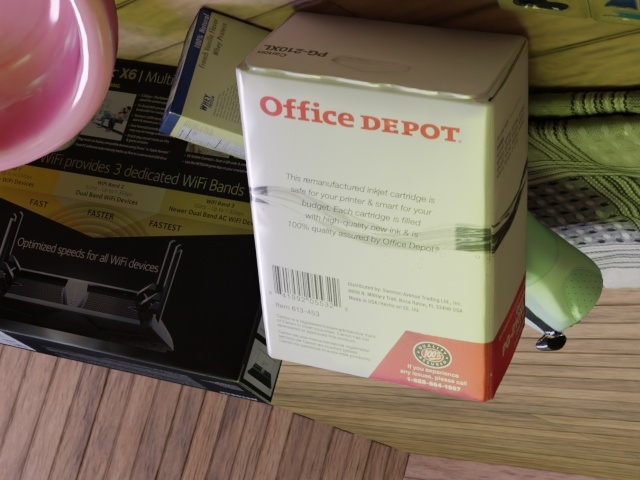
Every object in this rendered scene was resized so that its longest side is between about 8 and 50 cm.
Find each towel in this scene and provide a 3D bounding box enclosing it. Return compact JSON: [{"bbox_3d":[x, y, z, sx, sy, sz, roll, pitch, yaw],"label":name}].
[{"bbox_3d":[0.257,-0.027,1.016,0.324,0.056,0.312,5,163,39],"label":"towel"}]

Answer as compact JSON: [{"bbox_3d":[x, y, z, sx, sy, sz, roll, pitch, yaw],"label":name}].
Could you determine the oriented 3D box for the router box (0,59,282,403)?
[{"bbox_3d":[-0.158,-0.020,1.092,0.308,0.243,0.081,11,165,20],"label":"router box"}]

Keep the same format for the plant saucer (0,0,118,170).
[{"bbox_3d":[-0.283,-0.166,0.814,0.332,0.084,0.332,6,146,4],"label":"plant saucer"}]

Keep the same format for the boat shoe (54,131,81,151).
[{"bbox_3d":[-0.325,-0.162,1.002,0.324,0.123,0.116,29,167,-16],"label":"boat shoe"}]

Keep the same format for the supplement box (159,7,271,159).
[{"bbox_3d":[-0.063,-0.110,0.968,0.083,0.083,0.056,17,166,-12],"label":"supplement box"}]

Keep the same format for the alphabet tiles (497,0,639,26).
[{"bbox_3d":[0.142,-0.180,0.625,0.285,0.011,0.342,11,166,19],"label":"alphabet tiles"}]

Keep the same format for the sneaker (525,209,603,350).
[{"bbox_3d":[0.132,0.029,1.098,0.151,0.094,0.256,36,171,-11],"label":"sneaker"}]

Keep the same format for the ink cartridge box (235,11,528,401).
[{"bbox_3d":[0.048,-0.024,0.909,0.172,0.100,0.237,10,126,21],"label":"ink cartridge box"}]
